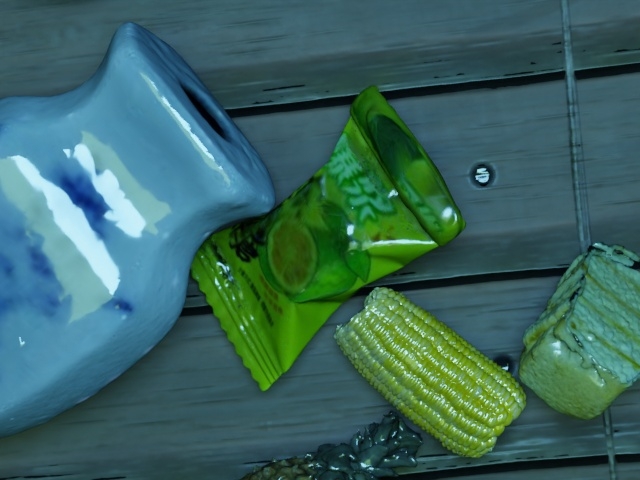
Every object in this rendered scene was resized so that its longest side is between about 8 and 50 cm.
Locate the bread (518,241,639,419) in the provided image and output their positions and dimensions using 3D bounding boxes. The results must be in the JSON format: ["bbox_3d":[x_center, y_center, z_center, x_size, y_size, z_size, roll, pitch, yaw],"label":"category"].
[{"bbox_3d":[0.222,0.085,1.101,0.103,0.156,0.110,38,131,8],"label":"bread"}]

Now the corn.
[{"bbox_3d":[0.092,0.110,1.129,0.165,0.063,0.085,41,108,2],"label":"corn"}]

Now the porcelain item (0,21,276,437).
[{"bbox_3d":[-0.244,0.019,1.099,0.405,0.178,0.242,-38,92,12],"label":"porcelain item"}]

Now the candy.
[{"bbox_3d":[0.000,0.000,1.117,0.246,0.069,0.149,-39,71,19],"label":"candy"}]

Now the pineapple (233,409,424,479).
[{"bbox_3d":[0.002,0.217,1.140,0.197,0.108,0.108,-33,92,-5],"label":"pineapple"}]
